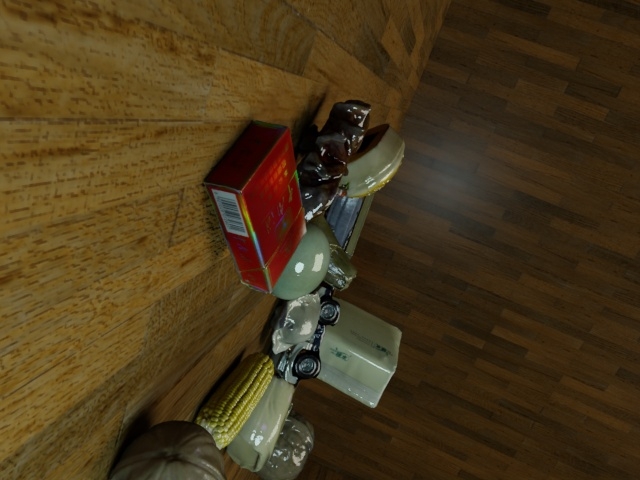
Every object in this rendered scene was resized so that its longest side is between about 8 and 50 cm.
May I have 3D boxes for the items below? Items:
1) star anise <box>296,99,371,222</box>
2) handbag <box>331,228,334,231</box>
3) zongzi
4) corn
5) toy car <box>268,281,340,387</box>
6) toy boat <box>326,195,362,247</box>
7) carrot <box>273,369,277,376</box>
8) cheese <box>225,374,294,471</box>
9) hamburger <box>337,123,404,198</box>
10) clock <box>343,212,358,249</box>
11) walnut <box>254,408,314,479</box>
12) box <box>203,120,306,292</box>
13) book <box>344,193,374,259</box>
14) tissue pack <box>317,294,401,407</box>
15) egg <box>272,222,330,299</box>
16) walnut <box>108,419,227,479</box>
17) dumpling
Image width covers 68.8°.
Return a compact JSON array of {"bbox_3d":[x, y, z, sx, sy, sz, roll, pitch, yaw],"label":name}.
[{"bbox_3d":[0.004,-0.130,0.750,0.214,0.099,0.220,-55,-176,28],"label":"star anise"},{"bbox_3d":[0.000,0.000,1.248,0.111,0.047,0.072,-59,170,-34],"label":"handbag"},{"bbox_3d":[0.017,0.001,0.950,0.078,0.160,0.176,-46,159,-58],"label":"zongzi"},{"bbox_3d":[-0.160,0.299,0.888,0.248,0.081,0.081,-47,158,-70],"label":"corn"},{"bbox_3d":[-0.050,0.237,1.292,0.193,0.118,0.301,7,-103,69],"label":"toy car"},{"bbox_3d":[0.062,-0.081,1.334,0.127,0.078,0.283,-54,166,-47],"label":"toy boat"},{"bbox_3d":[-0.122,0.464,1.692,0.225,0.067,0.067,61,53,-78],"label":"carrot"},{"bbox_3d":[-0.161,0.502,1.304,0.233,0.127,0.266,-59,170,-48],"label":"cheese"},{"bbox_3d":[0.105,-0.180,1.065,0.116,0.173,0.210,64,34,-27],"label":"hamburger"},{"bbox_3d":[0.062,-0.019,1.596,0.280,0.055,0.280,23,90,-82],"label":"clock"},{"bbox_3d":[-0.145,0.679,1.574,0.248,0.248,0.248,23,90,-82],"label":"walnut"},{"bbox_3d":[-0.066,-0.034,0.546,0.175,0.048,0.112,81,29,-50],"label":"box"},{"bbox_3d":[0.117,-0.042,1.497,0.161,0.026,0.231,107,5,-74],"label":"book"},{"bbox_3d":[0.084,0.371,1.673,0.207,0.380,0.297,-65,175,21],"label":"tissue pack"},{"bbox_3d":[-0.043,0.037,0.805,0.152,0.114,0.114,-62,176,28],"label":"egg"},{"bbox_3d":[-0.178,0.289,0.550,0.162,0.140,0.140,-54,180,31],"label":"walnut"},{"bbox_3d":[-0.072,0.195,1.153,0.188,0.108,0.127,-53,144,-5],"label":"dumpling"}]
